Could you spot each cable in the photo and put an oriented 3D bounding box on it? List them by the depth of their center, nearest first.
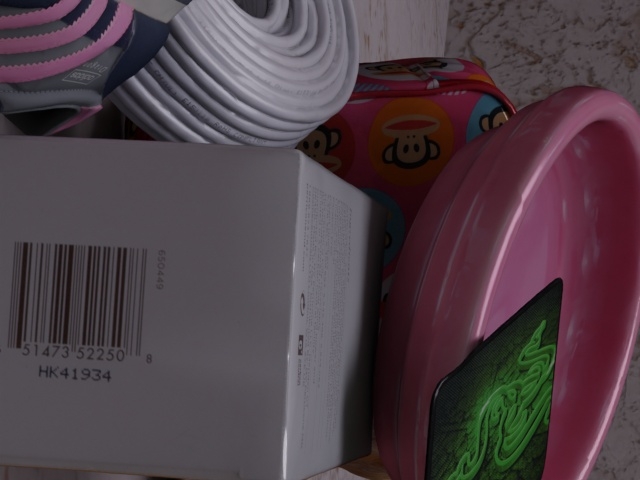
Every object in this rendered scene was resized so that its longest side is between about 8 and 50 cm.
[{"bbox_3d":[-0.079,-0.167,1.205,0.257,0.089,0.257,60,26,-8],"label":"cable"}]

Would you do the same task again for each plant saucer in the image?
[{"bbox_3d":[0.127,0.056,1.298,0.332,0.084,0.332,-40,138,-49],"label":"plant saucer"}]

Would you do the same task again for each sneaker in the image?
[{"bbox_3d":[-0.171,-0.109,0.939,0.131,0.112,0.319,-52,159,11],"label":"sneaker"}]

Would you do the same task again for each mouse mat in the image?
[{"bbox_3d":[0.105,0.120,1.184,0.189,0.007,0.153,-35,133,-55],"label":"mouse mat"}]

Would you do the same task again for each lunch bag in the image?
[{"bbox_3d":[0.000,0.000,1.433,0.120,0.293,0.258,-115,-157,-67],"label":"lunch bag"}]

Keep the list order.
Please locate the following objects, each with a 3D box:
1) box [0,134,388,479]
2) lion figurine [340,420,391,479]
[{"bbox_3d":[-0.090,0.043,1.116,0.345,0.215,0.168,20,73,-80],"label":"box"},{"bbox_3d":[0.012,0.007,1.672,0.142,0.240,0.392,27,64,-80],"label":"lion figurine"}]
